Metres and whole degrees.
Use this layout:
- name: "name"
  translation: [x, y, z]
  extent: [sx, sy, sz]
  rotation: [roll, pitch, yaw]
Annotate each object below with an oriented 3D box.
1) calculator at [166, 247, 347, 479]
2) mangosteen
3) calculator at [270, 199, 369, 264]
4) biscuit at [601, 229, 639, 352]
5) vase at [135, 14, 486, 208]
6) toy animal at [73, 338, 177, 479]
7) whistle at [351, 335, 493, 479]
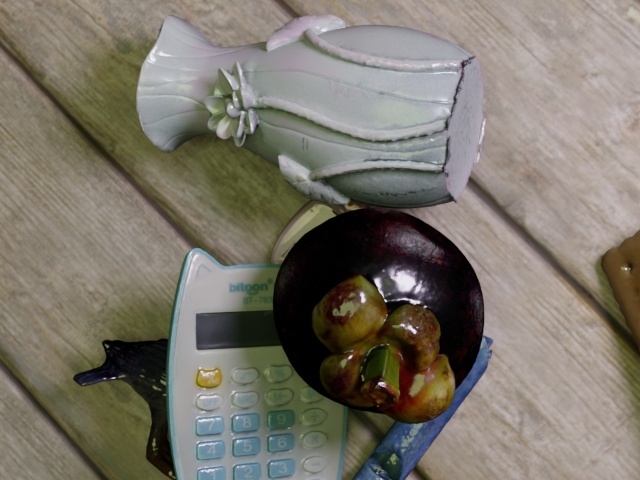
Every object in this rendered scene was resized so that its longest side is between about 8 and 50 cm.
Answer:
- name: "calculator"
  translation: [-0.083, 0.203, 1.569]
  extent: [0.256, 0.054, 0.386]
  rotation: [-1, 85, -27]
- name: "mangosteen"
  translation: [0.073, 0.107, 1.462]
  extent: [0.274, 0.302, 0.275]
  rotation: [0, 118, 0]
- name: "calculator"
  translation: [0.000, 0.000, 1.646]
  extent: [0.103, 0.024, 0.166]
  rotation: [43, 98, 10]
- name: "biscuit"
  translation: [0.485, 0.112, 1.454]
  extent: [0.217, 0.044, 0.325]
  rotation: [-33, 64, 33]
- name: "vase"
  translation: [-0.016, -0.176, 1.549]
  extent: [0.445, 0.250, 0.250]
  rotation: [11, 90, 20]
- name: "toy animal"
  translation: [-0.187, 0.217, 1.630]
  extent: [0.298, 0.122, 0.185]
  rotation: [27, 98, 4]
- name: "whistle"
  translation: [0.130, 0.249, 1.593]
  extent: [0.062, 0.062, 0.304]
  rotation: [37, 96, 11]
